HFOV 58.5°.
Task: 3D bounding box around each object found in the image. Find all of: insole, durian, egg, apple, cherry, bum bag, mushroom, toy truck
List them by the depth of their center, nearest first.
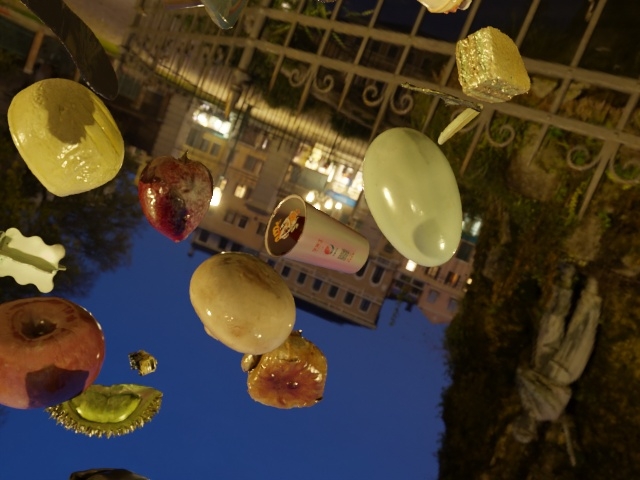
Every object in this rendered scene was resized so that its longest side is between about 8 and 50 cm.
[{"bbox_3d":[-0.482,-0.396,1.104,0.009,0.118,0.348,-5,158,10],"label":"insole"},{"bbox_3d":[-0.159,0.129,1.132,0.226,0.178,0.226,45,-162,-20],"label":"mushroom"},{"bbox_3d":[-0.462,0.557,1.266,0.142,0.079,0.326,1,171,-38],"label":"bum bag"},{"bbox_3d":[-0.695,0.279,1.417,0.306,0.234,0.305,15,-147,-10],"label":"apple"},{"bbox_3d":[0.235,-0.110,1.453,0.230,0.370,0.230,-18,171,-3],"label":"egg"},{"bbox_3d":[-0.496,0.340,1.598,0.054,0.048,0.083,-20,-159,-36],"label":"toy truck"},{"bbox_3d":[-0.654,0.497,1.704,0.352,0.168,0.158,9,165,-7],"label":"durian"},{"bbox_3d":[-0.455,-0.142,1.797,0.203,0.300,0.230,5,-177,38],"label":"cherry"}]

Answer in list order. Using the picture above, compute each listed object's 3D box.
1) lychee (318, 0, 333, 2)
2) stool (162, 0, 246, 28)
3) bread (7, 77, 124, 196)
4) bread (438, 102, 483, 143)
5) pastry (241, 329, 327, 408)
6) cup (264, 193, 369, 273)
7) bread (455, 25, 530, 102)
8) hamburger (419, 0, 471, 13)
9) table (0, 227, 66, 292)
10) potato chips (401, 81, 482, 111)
[{"bbox_3d":[0.003,-0.748,1.582,0.171,0.171,0.171,22,-174,-3],"label":"lychee"},{"bbox_3d":[-0.325,-0.790,1.557,0.226,0.310,0.310,21,172,18],"label":"stool"},{"bbox_3d":[-0.706,-0.293,1.605,0.320,0.237,0.320,61,-179,-1],"label":"bread"},{"bbox_3d":[0.468,-0.404,1.891,0.036,0.193,0.112,48,171,8],"label":"bread"},{"bbox_3d":[-0.084,0.331,1.426,0.229,0.218,0.100,38,-154,-23],"label":"pastry"},{"bbox_3d":[0.000,0.000,1.746,0.289,0.202,0.203,22,-175,-35],"label":"cup"},{"bbox_3d":[0.408,-0.407,1.351,0.102,0.138,0.196,-13,174,43],"label":"bread"},{"bbox_3d":[0.263,-0.591,1.179,0.148,0.236,0.237,2,-167,-19],"label":"hamburger"},{"bbox_3d":[-0.933,0.063,1.835,0.199,0.166,0.166,21,-174,-5],"label":"table"},{"bbox_3d":[0.325,-0.365,1.471,0.220,0.029,0.202,3,-161,-42],"label":"potato chips"}]
